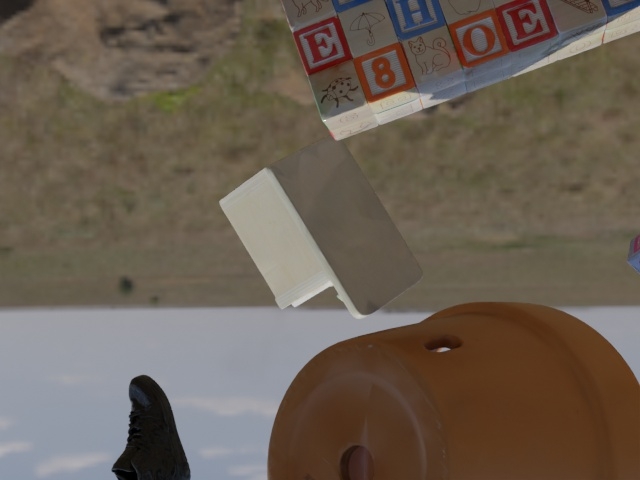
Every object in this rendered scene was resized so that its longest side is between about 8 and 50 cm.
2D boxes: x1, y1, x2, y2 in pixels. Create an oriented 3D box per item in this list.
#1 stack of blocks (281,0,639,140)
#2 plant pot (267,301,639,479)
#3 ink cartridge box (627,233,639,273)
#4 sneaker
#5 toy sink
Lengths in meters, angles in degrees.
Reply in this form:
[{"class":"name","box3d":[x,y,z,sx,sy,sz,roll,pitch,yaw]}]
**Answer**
[{"class":"stack of blocks","box3d":[0.119,-0.222,1.199,0.297,0.171,0.087,-19,170,6]},{"class":"plant pot","box3d":[0.097,0.185,1.107,0.291,0.291,0.203,-3,171,45]},{"class":"ink cartridge box","box3d":[0.567,-0.010,1.743,0.311,0.186,0.065,-42,-168,32]},{"class":"sneaker","box3d":[-0.206,0.246,1.594,0.089,0.170,0.051,-18,175,-45]},{"class":"toy sink","box3d":[0.000,0.000,1.844,0.131,0.234,0.153,-33,179,44]}]
